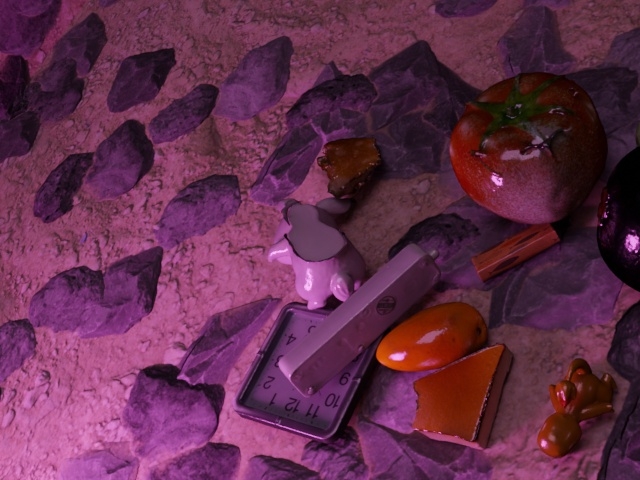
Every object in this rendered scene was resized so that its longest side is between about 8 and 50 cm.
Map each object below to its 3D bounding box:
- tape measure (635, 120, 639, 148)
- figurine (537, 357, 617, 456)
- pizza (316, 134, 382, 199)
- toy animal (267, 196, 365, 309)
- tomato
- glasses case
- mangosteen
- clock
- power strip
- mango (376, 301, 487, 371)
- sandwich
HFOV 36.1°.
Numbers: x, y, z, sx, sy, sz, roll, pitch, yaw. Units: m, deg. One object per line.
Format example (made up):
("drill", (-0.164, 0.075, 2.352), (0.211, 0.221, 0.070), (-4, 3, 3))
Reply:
("tape measure", (0.681, -0.192, 1.843), (0.175, 0.106, 0.200), (21, 67, 38))
("figurine", (0.415, 0.277, 1.635), (0.121, 0.122, 0.176), (16, 65, 37))
("pizza", (0.073, -0.164, 2.241), (0.147, 0.069, 0.226), (-16, 36, 0))
("toy animal", (-0.006, 0.003, 2.104), (0.208, 0.154, 0.325), (-2, 44, 5))
("tomato", (0.410, -0.170, 1.903), (0.303, 0.239, 0.303), (-20, 41, 18))
("glasses case", (0.382, 0.021, 1.918), (0.170, 0.041, 0.064), (-30, 26, 10))
("mangosteen", (0.628, -0.033, 1.668), (0.302, 0.275, 0.275), (9, 57, 2))
("clock", (-0.016, 0.260, 1.983), (0.273, 0.049, 0.279), (9, 61, 38))
("power strip", (0.086, 0.146, 1.912), (0.385, 0.091, 0.062), (-42, 41, -6))
("mango", (0.205, 0.183, 1.863), (0.217, 0.102, 0.141), (-21, 41, 15))
("sandwich", (0.249, 0.273, 1.793), (0.162, 0.058, 0.193), (5, 62, 37))
